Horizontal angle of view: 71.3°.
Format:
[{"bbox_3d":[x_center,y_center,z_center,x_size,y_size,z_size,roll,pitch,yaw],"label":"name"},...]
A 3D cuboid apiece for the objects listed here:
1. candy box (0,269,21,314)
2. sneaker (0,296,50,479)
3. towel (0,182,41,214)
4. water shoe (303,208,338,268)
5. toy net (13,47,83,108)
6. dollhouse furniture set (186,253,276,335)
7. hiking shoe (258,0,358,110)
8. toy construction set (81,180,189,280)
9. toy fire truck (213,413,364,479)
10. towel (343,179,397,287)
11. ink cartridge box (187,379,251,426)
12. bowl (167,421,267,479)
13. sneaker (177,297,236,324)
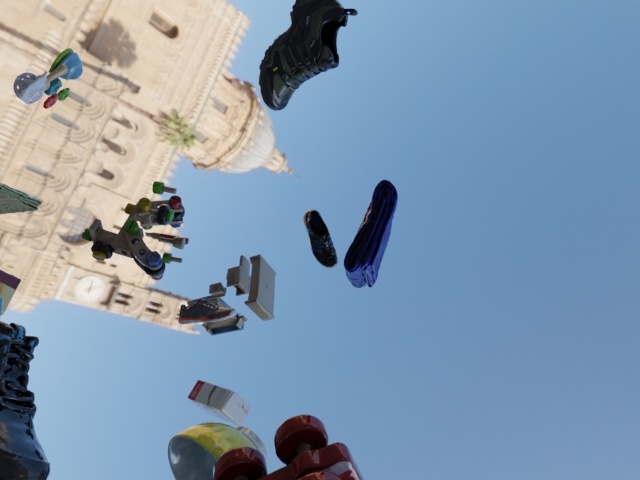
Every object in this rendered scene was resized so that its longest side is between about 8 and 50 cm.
[{"bbox_3d":[-0.707,0.125,0.762,0.316,0.183,0.087,-32,-143,17],"label":"candy box"},{"bbox_3d":[-0.425,0.174,0.558,0.341,0.125,0.139,33,-116,26],"label":"sneaker"},{"bbox_3d":[-0.672,-0.085,0.917,0.148,0.110,0.027,-6,-111,11],"label":"towel"},{"bbox_3d":[0.000,0.000,1.404,0.073,0.203,0.080,-27,-172,-9],"label":"water shoe"},{"bbox_3d":[-0.550,-0.311,0.885,0.122,0.045,0.232,-42,-159,19],"label":"toy net"},{"bbox_3d":[-0.348,0.174,1.605,0.303,0.286,0.198,-15,-131,15],"label":"dollhouse furniture set"},{"bbox_3d":[-0.028,-0.324,0.793,0.114,0.086,0.227,44,-62,27],"label":"hiking shoe"},{"bbox_3d":[-0.534,-0.023,1.303,0.309,0.237,0.257,121,-21,-79],"label":"toy construction set"},{"bbox_3d":[-0.051,0.486,0.793,0.302,0.254,0.169,-26,-155,-4],"label":"toy fire truck"},{"bbox_3d":[0.136,0.004,1.111,0.076,0.308,0.227,23,-99,11],"label":"towel"},{"bbox_3d":[-0.293,0.473,1.299,0.150,0.109,0.063,2,-132,37],"label":"ink cartridge box"},{"bbox_3d":[-0.225,0.560,1.107,0.289,0.156,0.289,15,-62,31],"label":"bowl"},{"bbox_3d":[-0.297,0.181,1.159,0.158,0.061,0.065,-6,-100,4],"label":"sneaker"}]
